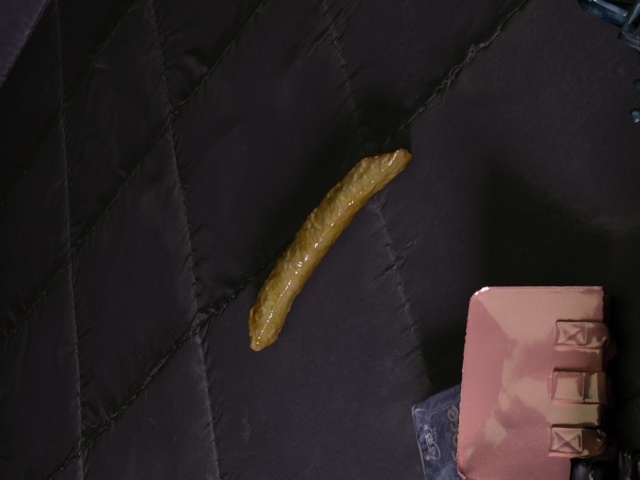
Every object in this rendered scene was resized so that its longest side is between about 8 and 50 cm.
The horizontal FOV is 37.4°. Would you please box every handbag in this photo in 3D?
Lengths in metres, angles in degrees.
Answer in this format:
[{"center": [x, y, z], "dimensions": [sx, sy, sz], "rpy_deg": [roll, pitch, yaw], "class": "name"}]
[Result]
[{"center": [0.226, 0.154, 0.981], "dimensions": [0.157, 0.059, 0.212], "rpy_deg": [-3, 68, 27], "class": "handbag"}]

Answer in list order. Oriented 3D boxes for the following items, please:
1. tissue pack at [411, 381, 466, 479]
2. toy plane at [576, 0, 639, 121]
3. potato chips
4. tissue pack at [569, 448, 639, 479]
[{"center": [0.178, 0.217, 1.076], "dimensions": [0.156, 0.051, 0.112], "rpy_deg": [-35, 53, 42], "class": "tissue pack"}, {"center": [0.348, -0.216, 0.957], "dimensions": [0.326, 0.104, 0.222], "rpy_deg": [44, 114, 52], "class": "toy plane"}, {"center": [0.000, 0.000, 1.401], "dimensions": [0.407, 0.057, 0.080], "rpy_deg": [-53, 53, 27], "class": "potato chips"}, {"center": [0.290, 0.329, 0.751], "dimensions": [0.245, 0.123, 0.332], "rpy_deg": [117, 154, -73], "class": "tissue pack"}]
